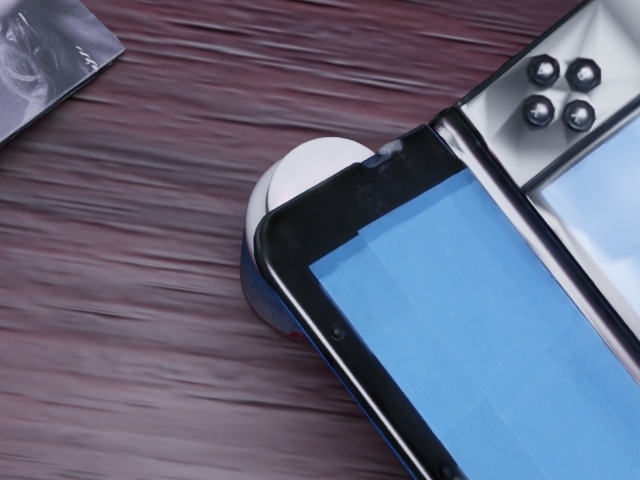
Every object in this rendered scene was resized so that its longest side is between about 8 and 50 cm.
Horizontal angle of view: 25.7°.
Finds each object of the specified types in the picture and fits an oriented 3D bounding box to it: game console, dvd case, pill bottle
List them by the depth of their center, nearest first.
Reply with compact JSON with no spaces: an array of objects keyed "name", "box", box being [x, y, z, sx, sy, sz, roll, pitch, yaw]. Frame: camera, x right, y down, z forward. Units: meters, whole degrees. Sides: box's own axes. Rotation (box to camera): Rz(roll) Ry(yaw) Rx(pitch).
[{"name":"game console","box":[0.163,0.032,0.645,0.250,0.173,0.293,-39,85,13]},{"name":"pill bottle","box":[0.000,0.000,0.779,0.087,0.160,0.087,1,75,-4]},{"name":"dvd case","box":[-0.241,-0.152,0.819,0.221,0.018,0.164,46,49,-3]}]
